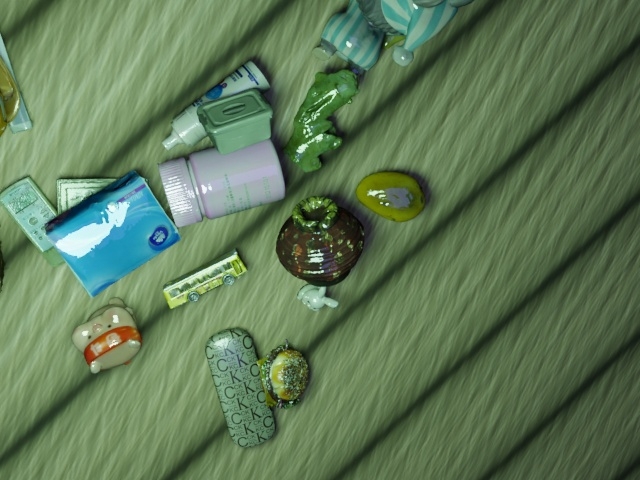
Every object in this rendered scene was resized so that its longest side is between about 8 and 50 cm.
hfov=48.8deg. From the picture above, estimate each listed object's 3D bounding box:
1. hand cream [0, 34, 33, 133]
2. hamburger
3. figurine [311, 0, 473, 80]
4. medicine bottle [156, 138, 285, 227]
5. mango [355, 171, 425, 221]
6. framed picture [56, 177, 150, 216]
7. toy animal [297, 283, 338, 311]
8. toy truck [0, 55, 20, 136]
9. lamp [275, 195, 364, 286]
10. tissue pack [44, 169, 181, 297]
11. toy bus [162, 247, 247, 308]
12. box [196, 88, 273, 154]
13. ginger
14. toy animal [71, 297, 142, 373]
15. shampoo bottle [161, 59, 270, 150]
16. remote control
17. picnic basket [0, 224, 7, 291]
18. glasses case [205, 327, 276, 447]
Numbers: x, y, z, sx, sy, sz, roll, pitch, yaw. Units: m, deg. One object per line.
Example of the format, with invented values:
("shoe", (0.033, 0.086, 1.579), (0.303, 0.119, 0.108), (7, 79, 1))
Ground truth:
("hand cream", (-0.756, -0.383, 1.682), (0.080, 0.048, 0.255), (-17, 106, 5))
("hamburger", (-0.094, 0.378, 1.952), (0.164, 0.093, 0.189), (-37, 118, -47))
("figurine", (0.176, -0.563, 1.685), (0.266, 0.378, 0.361), (34, 92, -18))
("medicine bottle", (-0.248, -0.151, 1.785), (0.291, 0.178, 0.178), (-17, 106, -8))
("mango", (0.193, -0.121, 1.935), (0.195, 0.098, 0.137), (6, 105, -9))
("framed picture", (-0.550, -0.074, 1.801), (0.232, 0.010, 0.172), (-4, 103, -22))
("toy animal", (-0.012, 0.159, 1.938), (0.085, 0.124, 0.071), (-33, 103, -5))
("toy truck", (-0.818, -0.323, 1.577), (0.204, 0.211, 0.287), (-18, 99, 14))
("lamp", (0.000, 0.000, 1.848), (0.247, 0.247, 0.246), (-3, 103, -12))
("tissue pack", (-0.510, -0.020, 1.742), (0.263, 0.146, 0.198), (-34, 113, -13))
("toy bus", (-0.307, 0.105, 1.885), (0.226, 0.081, 0.074), (-26, 102, -2))
("box", (-0.203, -0.285, 1.719), (0.172, 0.124, 0.092), (-21, 138, -14))
("ginger", (0.004, -0.312, 1.836), (0.137, 0.089, 0.289), (25, 106, 18))
("toy animal", (-0.538, 0.246, 1.799), (0.171, 0.198, 0.171), (-4, 106, -16))
("shampoo bottle", (-0.272, -0.330, 1.784), (0.303, 0.092, 0.092), (-37, 108, -2))
("remote control", (-0.703, -0.045, 1.779), (0.098, 0.038, 0.233), (-35, 107, -4))
("picnic basket", (-0.902, 0.023, 1.616), (0.321, 0.291, 0.254), (-7, 104, -20))
("glasses case", (-0.220, 0.412, 1.968), (0.137, 0.085, 0.354), (-17, 106, -9))
